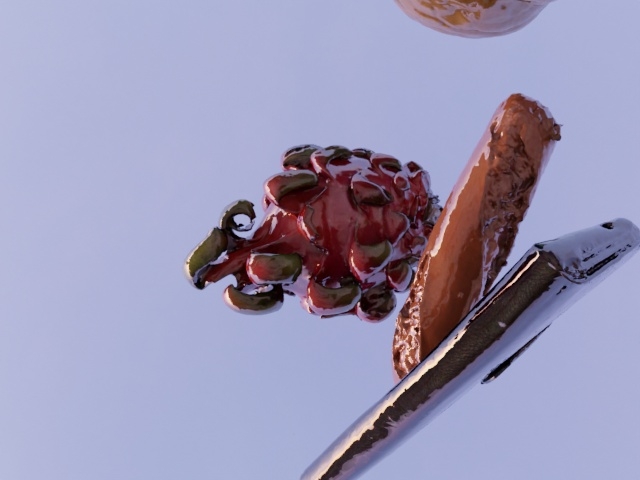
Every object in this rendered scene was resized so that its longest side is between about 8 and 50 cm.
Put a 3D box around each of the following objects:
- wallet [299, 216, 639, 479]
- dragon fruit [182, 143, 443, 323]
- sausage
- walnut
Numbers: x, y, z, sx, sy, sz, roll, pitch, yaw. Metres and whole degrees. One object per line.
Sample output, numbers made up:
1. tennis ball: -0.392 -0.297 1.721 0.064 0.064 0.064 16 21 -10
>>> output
1. wallet: 0.116 0.099 0.635 0.172 0.318 0.045 -16 -117 -50
2. dragon fruit: 0.008 -0.003 0.884 0.273 0.198 0.218 -30 -83 -41
3. sausage: 0.145 0.012 0.775 0.079 0.087 0.326 26 -86 39
4. walnut: 0.168 -0.325 0.837 0.228 0.228 0.227 0 -104 -2
